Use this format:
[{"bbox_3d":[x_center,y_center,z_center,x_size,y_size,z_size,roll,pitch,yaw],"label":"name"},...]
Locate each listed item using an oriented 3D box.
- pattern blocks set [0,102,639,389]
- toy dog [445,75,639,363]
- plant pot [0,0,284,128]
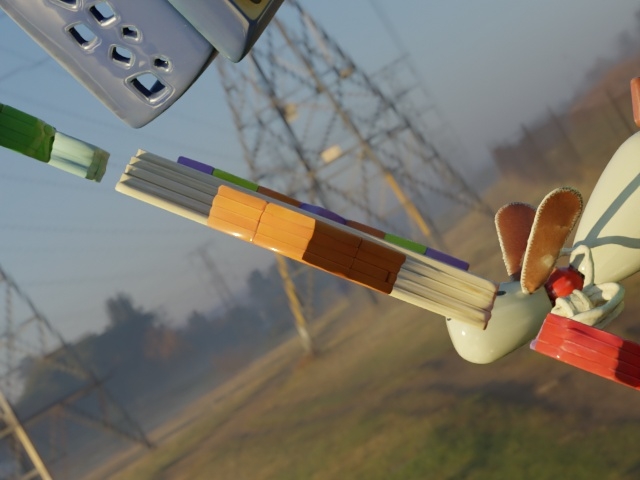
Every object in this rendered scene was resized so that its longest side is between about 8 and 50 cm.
[{"bbox_3d":[0.000,0.000,0.660,0.285,0.325,0.026,-166,97,-80],"label":"pattern blocks set"},{"bbox_3d":[0.254,-0.032,1.350,0.333,0.161,0.220,-33,3,-24],"label":"toy dog"},{"bbox_3d":[-0.143,-0.278,1.324,0.212,0.236,0.236,-17,34,49],"label":"plant pot"}]
